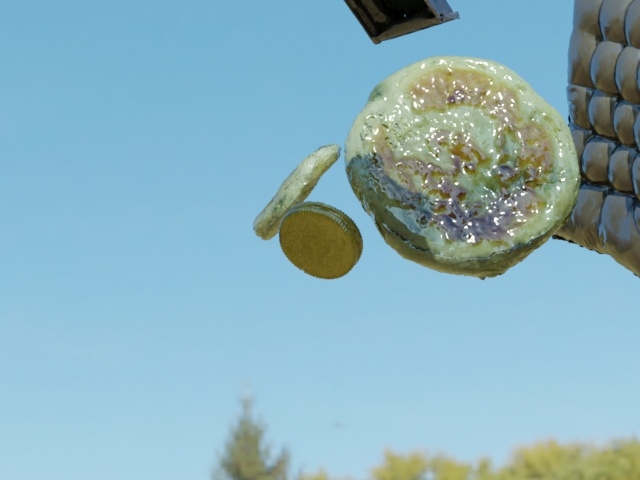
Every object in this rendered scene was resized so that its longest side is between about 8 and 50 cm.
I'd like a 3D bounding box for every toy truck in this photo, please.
[{"bbox_3d":[0.040,-0.253,1.414,0.083,0.092,0.192,-12,-54,40],"label":"toy truck"}]

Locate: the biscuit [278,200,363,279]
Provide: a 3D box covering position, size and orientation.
[{"bbox_3d":[0.000,0.000,1.633,0.084,0.023,0.084,15,-50,19],"label":"biscuit"}]

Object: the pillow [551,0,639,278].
[{"bbox_3d":[0.342,-0.128,1.843,0.101,0.326,0.228,-5,18,-22],"label":"pillow"}]

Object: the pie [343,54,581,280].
[{"bbox_3d":[0.139,-0.074,1.638,0.240,0.240,0.054,-2,-24,-8],"label":"pie"}]

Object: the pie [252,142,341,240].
[{"bbox_3d":[-0.034,-0.077,2.491,0.041,0.187,0.187,40,-26,1],"label":"pie"}]
